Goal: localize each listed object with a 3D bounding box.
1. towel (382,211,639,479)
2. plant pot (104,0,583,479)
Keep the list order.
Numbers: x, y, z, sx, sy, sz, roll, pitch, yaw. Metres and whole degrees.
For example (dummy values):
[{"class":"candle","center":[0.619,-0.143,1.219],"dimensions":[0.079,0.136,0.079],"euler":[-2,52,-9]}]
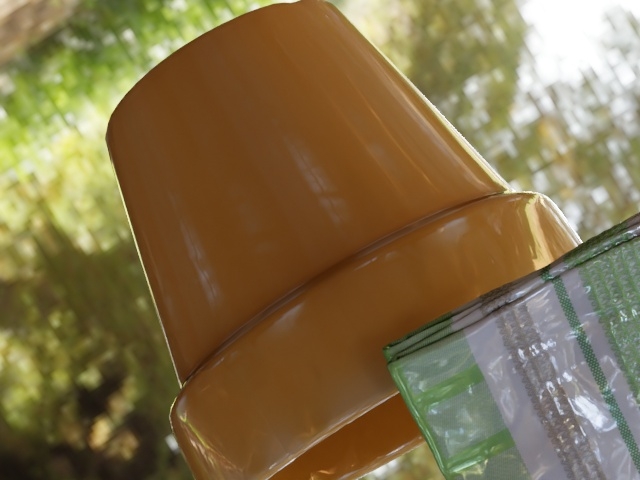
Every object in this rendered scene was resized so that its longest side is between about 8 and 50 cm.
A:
[{"class":"towel","center":[0.114,0.057,0.694],"dimensions":[0.152,0.113,0.023],"euler":[-27,-170,0]},{"class":"plant pot","center":[0.000,0.000,0.822],"dimensions":[0.205,0.188,0.205],"euler":[-28,166,-8]}]
